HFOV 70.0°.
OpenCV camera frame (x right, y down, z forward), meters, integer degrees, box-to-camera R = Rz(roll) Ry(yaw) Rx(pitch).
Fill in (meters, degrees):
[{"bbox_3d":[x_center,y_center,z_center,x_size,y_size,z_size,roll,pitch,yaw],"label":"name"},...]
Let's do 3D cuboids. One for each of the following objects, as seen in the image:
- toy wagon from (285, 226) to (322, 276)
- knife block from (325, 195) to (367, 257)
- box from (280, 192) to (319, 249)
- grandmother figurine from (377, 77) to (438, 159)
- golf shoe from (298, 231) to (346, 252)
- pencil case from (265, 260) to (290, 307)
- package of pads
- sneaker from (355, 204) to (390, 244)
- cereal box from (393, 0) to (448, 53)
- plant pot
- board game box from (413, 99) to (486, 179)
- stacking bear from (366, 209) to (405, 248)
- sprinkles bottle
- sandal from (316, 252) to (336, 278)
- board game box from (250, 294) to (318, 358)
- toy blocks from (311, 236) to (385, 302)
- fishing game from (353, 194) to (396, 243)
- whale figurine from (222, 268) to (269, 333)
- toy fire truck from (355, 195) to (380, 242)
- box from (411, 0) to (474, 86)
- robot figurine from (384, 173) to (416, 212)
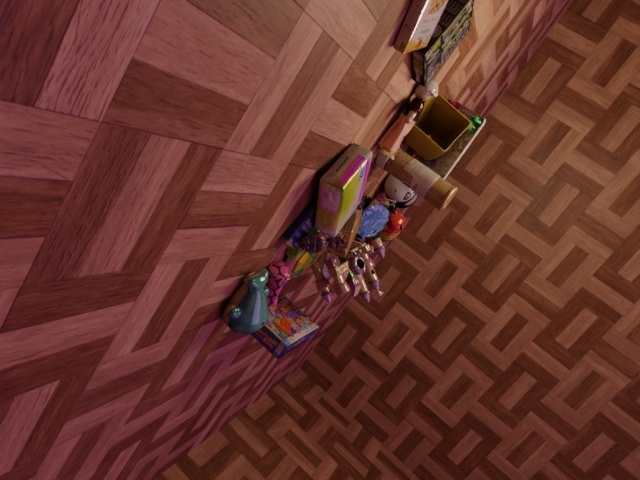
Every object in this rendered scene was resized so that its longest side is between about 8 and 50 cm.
[{"bbox_3d":[-0.071,0.062,1.915,0.344,0.068,0.267,-50,164,-4],"label":"toy wagon"},{"bbox_3d":[0.120,-0.072,1.944,0.242,0.088,0.276,2,104,-77],"label":"knife block"},{"bbox_3d":[-0.055,-0.069,1.722,0.225,0.036,0.136,-52,165,-3],"label":"box"},{"bbox_3d":[0.350,-0.489,1.809,0.343,0.104,0.208,-59,-172,16],"label":"grandmother figurine"},{"bbox_3d":[0.000,0.000,1.767,0.186,0.086,0.068,-5,121,-18],"label":"golf shoe"},{"bbox_3d":[-0.185,0.180,1.806,0.095,0.098,0.209,-36,160,-43],"label":"pencil case"},{"bbox_3d":[0.079,-0.172,1.667,0.229,0.101,0.297,-52,163,-32],"label":"package of pads"},{"bbox_3d":[0.317,-0.094,2.640,0.139,0.125,0.341,-27,-169,49],"label":"sneaker"},{"bbox_3d":[0.315,-0.680,1.338,0.173,0.047,0.240,-37,159,-43],"label":"cereal box"},{"bbox_3d":[0.503,-0.490,2.061,0.212,0.212,0.187,-46,175,-19],"label":"plant pot"},{"bbox_3d":[0.600,-0.476,2.237,0.390,0.050,0.390,-58,-162,23],"label":"board game box"},{"bbox_3d":[0.343,-0.075,2.365,0.164,0.176,0.289,-16,174,-16],"label":"stacking bear"},{"bbox_3d":[0.406,-0.276,1.947,0.121,0.355,0.121,-46,164,-18],"label":"sprinkles bottle"},{"bbox_3d":[0.030,0.060,2.202,0.102,0.076,0.266,0,107,-57],"label":"sandal"},{"bbox_3d":[-0.175,0.371,2.017,0.078,0.233,0.347,-55,165,15],"label":"board game box"},{"bbox_3d":[0.168,0.164,2.039,0.288,0.260,0.308,-23,-179,-44],"label":"toy blocks"},{"bbox_3d":[0.237,-0.094,2.116,0.189,0.041,0.264,12,118,-40],"label":"fishing game"},{"bbox_3d":[-0.245,0.230,1.664,0.216,0.141,0.272,-30,153,-52],"label":"whale figurine"},{"bbox_3d":[0.214,-0.086,2.290,0.217,0.158,0.246,-46,-178,-5],"label":"toy fire truck"},{"bbox_3d":[0.421,-0.699,1.580,0.270,0.060,0.216,-52,164,1],"label":"box"},{"bbox_3d":[0.422,-0.262,2.368,0.173,0.209,0.278,-14,168,9],"label":"robot figurine"}]
